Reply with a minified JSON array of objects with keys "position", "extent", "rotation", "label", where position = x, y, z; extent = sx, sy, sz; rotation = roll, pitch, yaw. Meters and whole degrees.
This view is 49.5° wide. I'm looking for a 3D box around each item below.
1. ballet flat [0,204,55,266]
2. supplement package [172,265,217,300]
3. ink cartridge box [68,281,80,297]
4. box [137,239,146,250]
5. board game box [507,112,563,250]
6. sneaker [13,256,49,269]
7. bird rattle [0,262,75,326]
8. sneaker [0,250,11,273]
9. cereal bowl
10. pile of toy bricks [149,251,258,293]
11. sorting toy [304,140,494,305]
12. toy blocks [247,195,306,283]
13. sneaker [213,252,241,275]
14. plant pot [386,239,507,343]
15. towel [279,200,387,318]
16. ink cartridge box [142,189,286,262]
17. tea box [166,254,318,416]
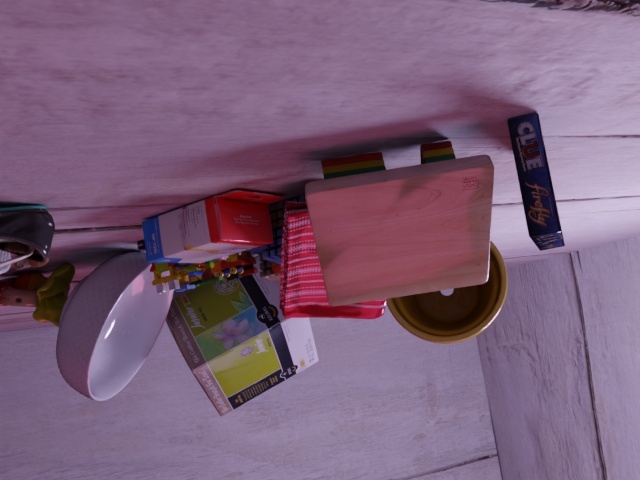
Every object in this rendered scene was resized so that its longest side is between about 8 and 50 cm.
[{"position":[-0.500,-0.001,0.940],"extent":[0.280,0.096,0.095],"rotation":[-2,170,-37],"label":"ballet flat"},{"position":[-0.344,0.126,1.914],"extent":[0.179,0.105,0.105],"rotation":[-2,169,-33],"label":"supplement package"},{"position":[-0.656,0.153,1.913],"extent":[0.115,0.067,0.198],"rotation":[-15,171,37],"label":"ink cartridge box"},{"position":[-0.325,0.007,1.434],"extent":[0.067,0.018,0.083],"rotation":[-12,171,23],"label":"box"},{"position":[0.322,-0.077,1.026],"extent":[0.042,0.165,0.243],"rotation":[-12,172,19],"label":"board game box"},{"position":[-0.566,0.037,1.374],"extent":[0.083,0.032,0.037],"rotation":[-7,-173,23],"label":"sneaker"},{"position":[-0.664,0.125,1.553],"extent":[0.254,0.143,0.207],"rotation":[-5,-172,-6],"label":"bird rattle"},{"position":[-0.646,0.049,1.110],"extent":[0.151,0.094,0.256],"rotation":[-18,171,19],"label":"sneaker"},{"position":[-0.465,0.172,1.522],"extent":[0.141,0.339,0.339],"rotation":[22,176,10],"label":"cereal bowl"},{"position":[-0.234,0.035,1.406],"extent":[0.212,0.105,0.118],"rotation":[-15,172,23],"label":"pile of toy bricks"},{"position":[0.119,-0.028,1.051],"extent":[0.257,0.089,0.255],"rotation":[-9,137,3],"label":"sorting toy"},{"position":[0.000,0.000,1.297],"extent":[0.381,0.190,0.261],"rotation":[-15,158,35],"label":"toy blocks"},{"position":[-0.232,0.057,1.748],"extent":[0.070,0.051,0.134],"rotation":[0,165,-19],"label":"sneaker"},{"position":[0.274,0.100,1.526],"extent":[0.254,0.254,0.239],"rotation":[-10,169,10],"label":"plant pot"},{"position":[0.030,0.043,1.199],"extent":[0.199,0.031,0.275],"rotation":[2,135,-4],"label":"towel"},{"position":[-0.179,-0.020,1.198],"extent":[0.231,0.078,0.134],"rotation":[-15,169,35],"label":"ink cartridge box"},{"position":[-0.205,0.254,1.855],"extent":[0.324,0.220,0.329],"rotation":[-28,148,-13],"label":"tea box"}]
